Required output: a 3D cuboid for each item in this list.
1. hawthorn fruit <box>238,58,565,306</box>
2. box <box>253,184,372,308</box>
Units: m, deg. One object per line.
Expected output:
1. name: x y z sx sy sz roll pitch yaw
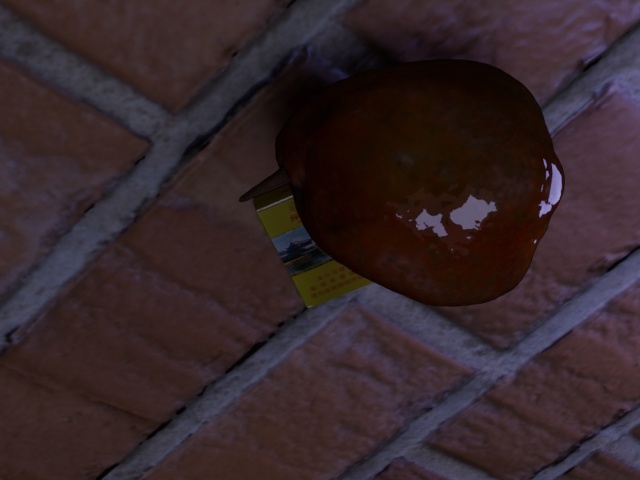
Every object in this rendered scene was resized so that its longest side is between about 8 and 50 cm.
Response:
1. hawthorn fruit: 0.063 -0.054 0.848 0.262 0.210 0.210 5 130 -12
2. box: 0.000 0.000 1.001 0.087 0.023 0.155 -20 134 5
